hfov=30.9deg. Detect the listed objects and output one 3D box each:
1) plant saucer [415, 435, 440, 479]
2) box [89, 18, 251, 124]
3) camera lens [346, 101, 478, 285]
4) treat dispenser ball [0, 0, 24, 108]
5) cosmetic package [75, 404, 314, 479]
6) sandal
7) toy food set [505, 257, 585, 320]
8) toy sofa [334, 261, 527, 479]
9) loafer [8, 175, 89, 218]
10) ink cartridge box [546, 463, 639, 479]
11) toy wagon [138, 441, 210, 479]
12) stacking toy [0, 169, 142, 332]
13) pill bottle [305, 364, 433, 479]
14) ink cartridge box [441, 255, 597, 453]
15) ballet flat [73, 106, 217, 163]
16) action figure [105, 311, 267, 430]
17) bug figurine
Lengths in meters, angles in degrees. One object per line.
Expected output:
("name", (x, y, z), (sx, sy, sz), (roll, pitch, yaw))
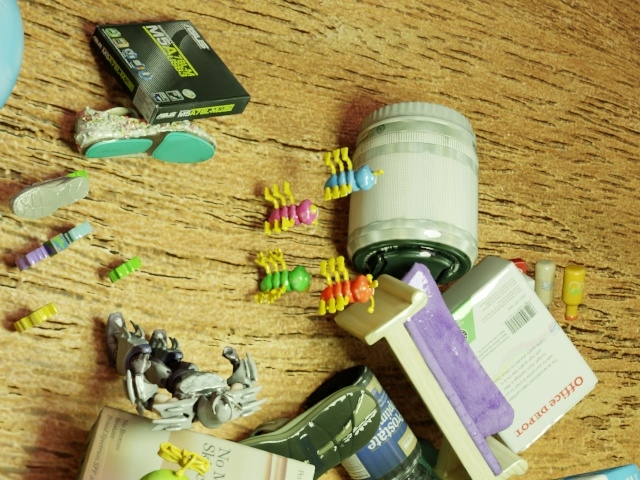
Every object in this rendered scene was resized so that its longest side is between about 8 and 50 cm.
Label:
("plant saucer", (0.172, 0.388, 1.950), (0.119, 0.021, 0.119), (17, 63, -36))
("box", (-0.231, -0.262, 1.784), (0.184, 0.045, 0.190), (-14, 57, -41))
("camera lens", (0.159, -0.070, 1.977), (0.219, 0.219, 0.274), (21, 61, -34))
("treat dispenser ball", (-0.512, -0.249, 1.420), (0.288, 0.288, 0.288), (16, 64, -36))
("cosmetic package", (-0.174, 0.341, 1.531), (0.296, 0.129, 0.153), (17, 60, -13))
("sandal", (-0.049, 0.311, 1.714), (0.303, 0.086, 0.120), (-24, 108, -20))
("toy food set", (0.371, 0.102, 2.160), (0.232, 0.111, 0.104), (-9, 112, -21))
("toy sofa", (0.197, 0.222, 1.844), (0.177, 0.150, 0.362), (-35, 108, -10))
("loafer", (-0.375, -0.061, 1.577), (0.125, 0.039, 0.045), (-23, 122, -44))
("ink cartridge box", (0.307, 0.492, 1.844), (0.395, 0.285, 0.166), (-6, 76, -42))
("toy wagon", (-0.240, 0.407, 1.411), (0.267, 0.068, 0.344), (26, 101, -13))
("stacking toy", (-0.370, 0.009, 1.610), (0.221, 0.052, 0.167), (-33, 96, -46))
("pill bottle", (0.082, 0.316, 1.830), (0.219, 0.123, 0.123), (56, 48, -9))
("ink cartridge box", (0.317, 0.198, 2.026), (0.201, 0.117, 0.278), (-40, 103, -8))
("ballet flat", (-0.262, -0.165, 1.745), (0.241, 0.091, 0.077), (0, 60, -43))
("action figure", (-0.190, 0.180, 1.540), (0.185, 0.285, 0.099), (7, 98, -35))
("bug figurine", (0.000, 0.000, 1.823), (0.072, 0.216, 0.279), (39, 48, -53))
